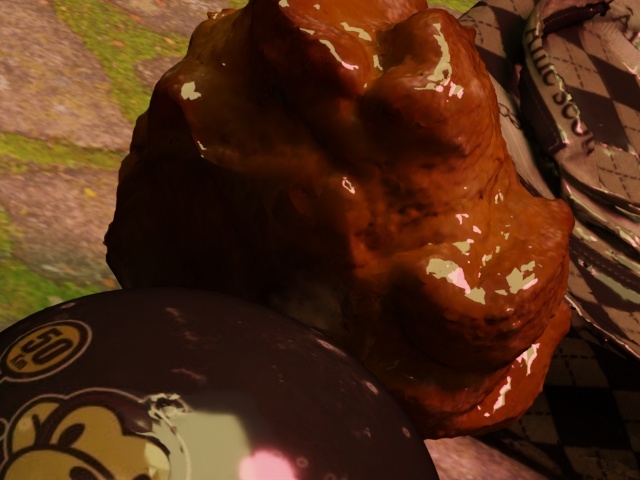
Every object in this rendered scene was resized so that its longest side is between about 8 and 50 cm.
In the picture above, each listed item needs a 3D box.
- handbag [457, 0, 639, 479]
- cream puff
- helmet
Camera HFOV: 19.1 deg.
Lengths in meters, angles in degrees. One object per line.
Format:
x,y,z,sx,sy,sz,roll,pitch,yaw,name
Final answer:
0.201,-0.021,1.151,0.317,0.180,0.416,34,42,12,handbag
0.000,0.000,0.909,0.155,0.269,0.241,-31,91,-41,cream puff
-0.043,0.106,0.765,0.279,0.160,0.230,-7,38,-47,helmet
